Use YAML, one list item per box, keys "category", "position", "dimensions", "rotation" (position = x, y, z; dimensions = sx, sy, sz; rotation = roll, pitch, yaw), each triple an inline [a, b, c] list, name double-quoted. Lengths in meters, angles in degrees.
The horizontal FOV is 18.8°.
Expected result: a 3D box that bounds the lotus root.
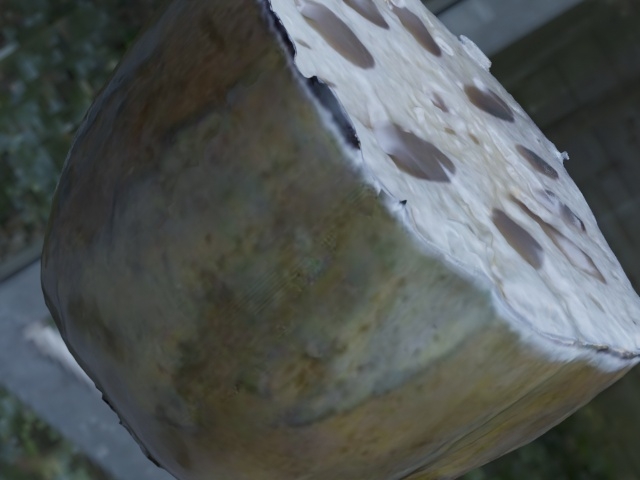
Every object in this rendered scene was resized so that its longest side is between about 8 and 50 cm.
- category: "lotus root"
  position: [0.000, 0.000, 0.803]
  dimensions: [0.272, 0.192, 0.272]
  rotation: [38, 17, -14]
